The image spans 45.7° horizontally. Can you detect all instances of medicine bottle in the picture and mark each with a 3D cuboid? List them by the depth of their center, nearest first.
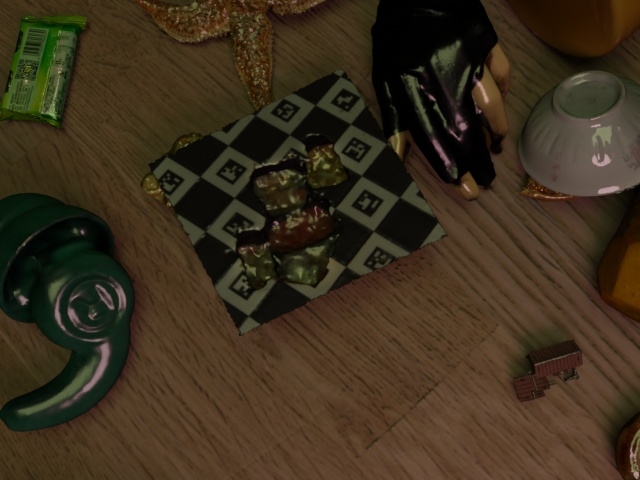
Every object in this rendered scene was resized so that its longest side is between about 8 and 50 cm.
[{"bbox_3d":[0.367,-0.388,0.951,0.232,0.238,0.238,-37,77,-5],"label":"medicine bottle"}]

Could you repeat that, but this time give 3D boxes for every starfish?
[{"bbox_3d":[-0.063,-0.350,1.065,0.293,0.084,0.301,-46,73,-4],"label":"starfish"}]

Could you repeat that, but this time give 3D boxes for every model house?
[{"bbox_3d":[0.277,0.160,0.929,0.083,0.058,0.057,-16,77,2],"label":"model house"}]

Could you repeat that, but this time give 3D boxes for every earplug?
[{"bbox_3d":[-0.353,0.071,0.986,0.280,0.164,0.257,44,122,24],"label":"earplug"}]

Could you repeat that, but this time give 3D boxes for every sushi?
[{"bbox_3d":[-0.032,-0.048,0.974,0.294,0.059,0.292,-26,64,-9],"label":"sushi"}]

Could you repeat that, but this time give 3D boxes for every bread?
[{"bbox_3d":[-0.190,-0.099,1.029,0.060,0.066,0.110,39,86,25],"label":"bread"}]

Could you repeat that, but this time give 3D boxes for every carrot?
[{"bbox_3d":[0.445,-0.041,0.932,0.114,0.114,0.301,29,81,11],"label":"carrot"},{"bbox_3d":[0.000,0.000,1.000,0.139,0.048,0.048,-8,77,6],"label":"carrot"}]

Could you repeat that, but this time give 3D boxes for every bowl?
[{"bbox_3d":[0.336,-0.152,0.940,0.189,0.086,0.189,-12,52,16],"label":"bowl"}]

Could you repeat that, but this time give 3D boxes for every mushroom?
[{"bbox_3d":[0.409,0.254,0.880,0.127,0.087,0.127,-1,82,6],"label":"mushroom"}]

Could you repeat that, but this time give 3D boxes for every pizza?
[{"bbox_3d":[0.307,-0.086,0.996,0.099,0.029,0.100,-34,76,-1],"label":"pizza"}]

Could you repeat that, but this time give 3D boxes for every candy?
[{"bbox_3d":[-0.403,-0.248,1.102,0.102,0.032,0.178,7,77,4],"label":"candy"}]

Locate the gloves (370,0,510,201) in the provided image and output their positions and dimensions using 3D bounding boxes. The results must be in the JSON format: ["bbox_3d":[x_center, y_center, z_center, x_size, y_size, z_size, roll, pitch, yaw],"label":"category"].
[{"bbox_3d":[0.152,-0.195,0.989,0.197,0.152,0.300,-23,90,28],"label":"gloves"}]
